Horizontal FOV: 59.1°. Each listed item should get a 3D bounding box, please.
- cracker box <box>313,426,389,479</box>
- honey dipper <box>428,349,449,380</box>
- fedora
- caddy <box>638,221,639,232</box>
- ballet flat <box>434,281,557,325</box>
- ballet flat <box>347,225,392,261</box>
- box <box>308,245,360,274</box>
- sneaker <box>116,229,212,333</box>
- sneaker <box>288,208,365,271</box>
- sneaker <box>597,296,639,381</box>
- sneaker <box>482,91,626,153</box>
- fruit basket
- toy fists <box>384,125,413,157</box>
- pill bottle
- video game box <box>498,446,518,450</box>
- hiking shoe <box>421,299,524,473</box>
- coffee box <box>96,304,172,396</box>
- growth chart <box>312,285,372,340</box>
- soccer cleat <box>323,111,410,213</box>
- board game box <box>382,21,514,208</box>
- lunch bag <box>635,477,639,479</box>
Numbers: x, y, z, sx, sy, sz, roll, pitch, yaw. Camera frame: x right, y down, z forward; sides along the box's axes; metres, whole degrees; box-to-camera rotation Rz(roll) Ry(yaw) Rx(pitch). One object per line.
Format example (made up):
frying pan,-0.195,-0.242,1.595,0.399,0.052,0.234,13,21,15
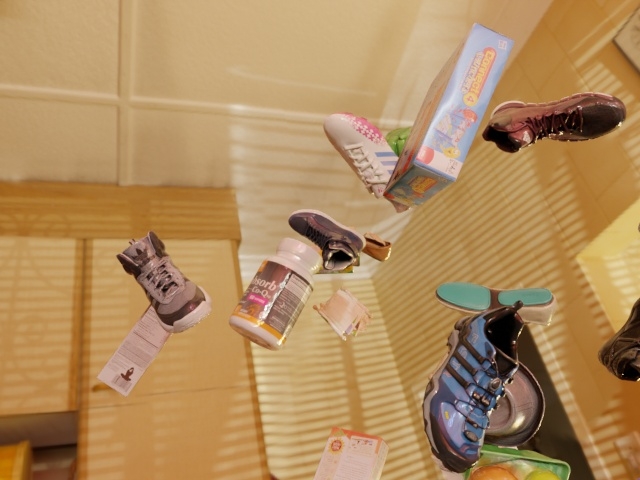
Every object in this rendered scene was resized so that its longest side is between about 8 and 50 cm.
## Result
cracker box,0.069,0.623,1.480,0.156,0.232,0.067,1,-40,34
honey dipper,0.310,0.274,1.371,0.030,0.030,0.160,29,-87,-46
fedora,0.409,0.400,1.413,0.124,0.243,0.275,2,2,-44
caddy,0.709,-0.040,0.948,0.241,0.179,0.341,17,-6,-2
ballet flat,0.370,0.143,1.205,0.249,0.086,0.086,3,-26,24
ballet flat,0.118,-0.007,1.784,0.232,0.080,0.073,20,-58,-5
box,0.046,0.063,1.924,0.179,0.105,0.043,-3,-43,7
sneaker,-0.304,0.072,1.064,0.101,0.269,0.153,-39,-62,-17
sneaker,0.001,-0.001,1.512,0.226,0.163,0.086,21,-61,7
sneaker,0.695,0.207,1.193,0.087,0.130,0.227,29,-73,-8
sneaker,0.477,-0.230,1.190,0.281,0.162,0.106,3,-57,39
fruit basket,0.432,0.563,1.166,0.327,0.353,0.165,11,-80,-11
toy fists,0.306,-0.297,1.655,0.279,0.142,0.096,-9,-62,15
pill bottle,-0.114,0.142,1.517,0.162,0.278,0.162,25,-21,10
video game box,0.520,0.721,1.653,0.205,0.187,0.048,-24,-7,-13
hiking shoe,0.257,0.229,0.936,0.113,0.304,0.132,32,-40,-9
coffee box,-0.486,0.287,1.547,0.098,0.246,0.141,36,-10,-8
growth chart,0.084,0.241,1.867,0.021,0.172,0.237,-43,-7,30
soccer cleat,0.137,-0.197,1.467,0.331,0.143,0.116,35,-41,-26
board game box,0.255,-0.242,1.189,0.086,0.308,0.302,25,-7,-2
lunch bag,0.620,0.454,0.950,0.293,0.138,0.221,-5,-45,6
